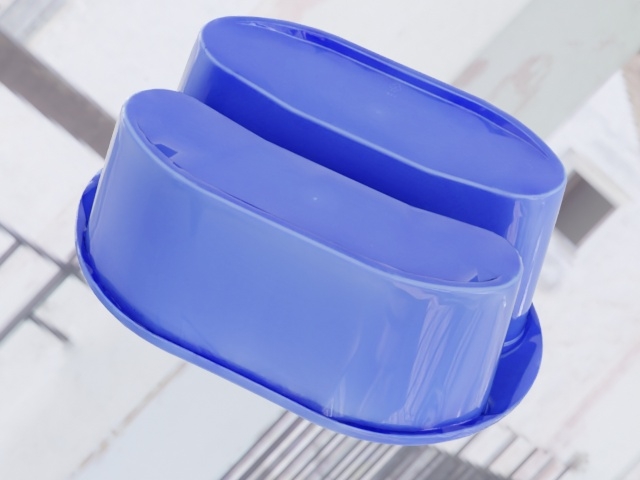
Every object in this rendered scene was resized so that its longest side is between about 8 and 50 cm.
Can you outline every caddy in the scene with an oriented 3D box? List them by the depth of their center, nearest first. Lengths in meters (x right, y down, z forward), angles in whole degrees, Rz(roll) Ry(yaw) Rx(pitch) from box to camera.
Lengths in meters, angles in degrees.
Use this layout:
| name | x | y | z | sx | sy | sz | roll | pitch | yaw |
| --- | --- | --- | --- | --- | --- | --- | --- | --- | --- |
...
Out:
| name | x | y | z | sx | sy | sz | roll | pitch | yaw |
| --- | --- | --- | --- | --- | --- | --- | --- | --- | --- |
| caddy | 0.000 | 0.000 | 0.952 | 0.341 | 0.179 | 0.241 | 25 | 41 | 9 |
